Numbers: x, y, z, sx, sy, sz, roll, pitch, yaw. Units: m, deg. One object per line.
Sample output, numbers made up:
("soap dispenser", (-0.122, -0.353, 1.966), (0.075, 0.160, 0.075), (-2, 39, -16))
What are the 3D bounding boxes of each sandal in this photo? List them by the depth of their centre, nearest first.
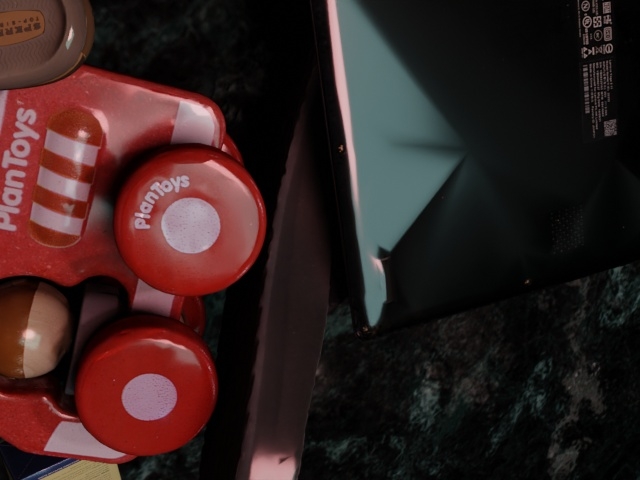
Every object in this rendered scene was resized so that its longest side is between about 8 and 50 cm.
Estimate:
("sandal", (-0.243, -0.109, 0.486), (0.219, 0.060, 0.090), (-8, 96, 8))
("sandal", (-0.001, 0.002, 0.629), (0.107, 0.167, 0.446), (14, 74, -16))

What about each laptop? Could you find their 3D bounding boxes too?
("laptop", (0.140, -0.179, 0.658), (0.408, 0.236, 0.382), (-14, 106, -21))

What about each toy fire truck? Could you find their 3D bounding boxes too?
("toy fire truck", (-0.190, 0.011, 0.600), (0.254, 0.169, 0.302), (13, 105, -15))

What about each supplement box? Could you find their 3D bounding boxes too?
("supplement box", (-0.223, 0.206, 0.722), (0.083, 0.056, 0.083), (-22, 123, -27))
